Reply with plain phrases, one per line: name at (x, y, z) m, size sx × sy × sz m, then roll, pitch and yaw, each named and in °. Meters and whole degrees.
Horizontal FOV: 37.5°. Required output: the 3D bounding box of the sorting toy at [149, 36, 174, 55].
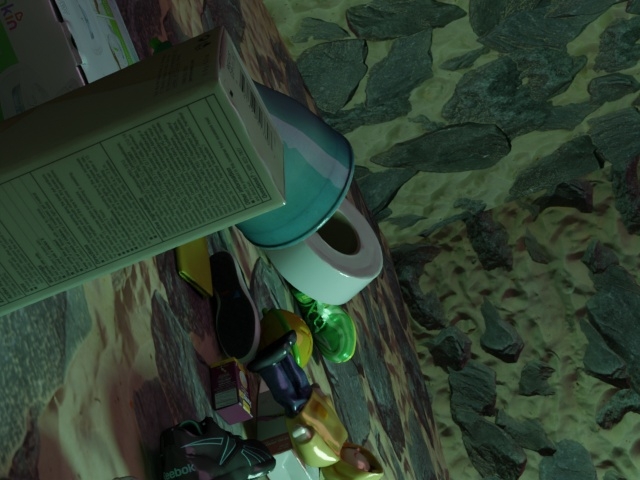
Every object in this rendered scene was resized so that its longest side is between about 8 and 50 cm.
sorting toy at (-0.225, -0.189, 1.352) m, size 0.126 × 0.127 × 0.365 m, roll 46°, pitch -21°, yaw 1°

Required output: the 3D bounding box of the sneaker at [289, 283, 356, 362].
sneaker at (-0.014, 0.141, 2.130) m, size 0.123 × 0.109 × 0.295 m, roll 3°, pitch 64°, yaw -64°

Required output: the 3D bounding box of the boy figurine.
boy figurine at (-0.007, 0.289, 1.495) m, size 0.285 × 0.092 × 0.177 m, roll 56°, pitch 15°, yaw -1°

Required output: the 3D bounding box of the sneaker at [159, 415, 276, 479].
sneaker at (-0.131, 0.272, 1.208) m, size 0.267 × 0.101 × 0.106 m, roll 18°, pitch 50°, yaw -78°

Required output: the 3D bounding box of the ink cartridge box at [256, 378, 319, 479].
ink cartridge box at (-0.054, 0.325, 1.594) m, size 0.198 × 0.067 × 0.115 m, roll -94°, pitch 160°, yaw -56°

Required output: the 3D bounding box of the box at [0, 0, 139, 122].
box at (-0.307, -0.211, 1.135) m, size 0.231 × 0.127 × 0.262 m, roll -54°, pitch 123°, yaw -77°

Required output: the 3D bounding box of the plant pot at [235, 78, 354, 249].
plant pot at (-0.119, -0.162, 1.721) m, size 0.255 × 0.271 × 0.272 m, roll 41°, pitch 27°, yaw -41°

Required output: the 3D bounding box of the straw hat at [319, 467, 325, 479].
straw hat at (0.017, 0.401, 1.643) m, size 0.144 × 0.061 × 0.144 m, roll -171°, pitch -90°, yaw -82°

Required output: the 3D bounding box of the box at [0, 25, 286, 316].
box at (-0.200, -0.061, 0.878) m, size 0.121 × 0.311 × 0.148 m, roll -95°, pitch 162°, yaw -56°

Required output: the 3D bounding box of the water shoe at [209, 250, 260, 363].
water shoe at (-0.135, 0.113, 1.569) m, size 0.080 × 0.073 × 0.203 m, roll 55°, pitch 18°, yaw -62°

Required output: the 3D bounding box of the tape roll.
tape roll at (0.000, 0.000, 2.077) m, size 0.286 × 0.100 × 0.286 m, roll 31°, pitch 34°, yaw -24°

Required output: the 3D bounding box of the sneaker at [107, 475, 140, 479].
sneaker at (-0.179, 0.316, 0.881) m, size 0.225 × 0.092 × 0.088 m, roll -98°, pitch 164°, yaw -52°

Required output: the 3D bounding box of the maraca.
maraca at (-0.072, 0.181, 1.721) m, size 0.185 × 0.099 × 0.127 m, roll -169°, pitch -116°, yaw -72°

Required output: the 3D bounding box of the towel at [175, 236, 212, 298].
towel at (-0.220, -0.024, 1.549) m, size 0.102 × 0.021 × 0.237 m, roll 47°, pitch 25°, yaw -52°

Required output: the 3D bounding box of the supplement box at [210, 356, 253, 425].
supplement box at (-0.135, 0.228, 1.428) m, size 0.055 × 0.043 × 0.083 m, roll 60°, pitch 14°, yaw -50°
